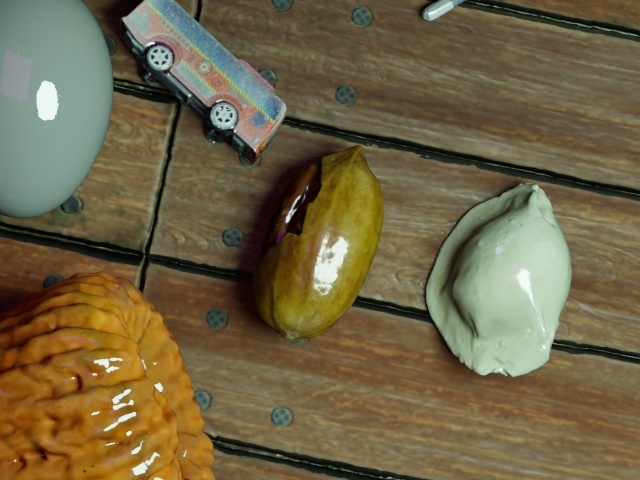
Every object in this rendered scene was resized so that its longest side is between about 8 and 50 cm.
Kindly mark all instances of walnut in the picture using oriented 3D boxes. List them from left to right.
[{"bbox_3d":[0.000,0.000,1.716,0.116,0.116,0.207,22,83,0],"label":"walnut"}]

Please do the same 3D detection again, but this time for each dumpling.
[{"bbox_3d":[0.173,0.038,1.728,0.155,0.181,0.111,-16,124,25],"label":"dumpling"}]

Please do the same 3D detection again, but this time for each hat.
[{"bbox_3d":[-0.310,0.207,1.611,0.400,0.285,0.285,-19,85,0],"label":"hat"}]

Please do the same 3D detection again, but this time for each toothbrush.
[{"bbox_3d":[0.224,-0.305,1.798,0.288,0.024,0.026,-34,100,-6],"label":"toothbrush"}]

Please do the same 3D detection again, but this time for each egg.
[{"bbox_3d":[-0.288,-0.137,1.685,0.176,0.176,0.232,4,93,-2],"label":"egg"}]

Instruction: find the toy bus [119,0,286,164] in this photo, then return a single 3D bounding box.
[{"bbox_3d":[-0.117,-0.164,1.751,0.192,0.065,0.077,43,77,2],"label":"toy bus"}]
